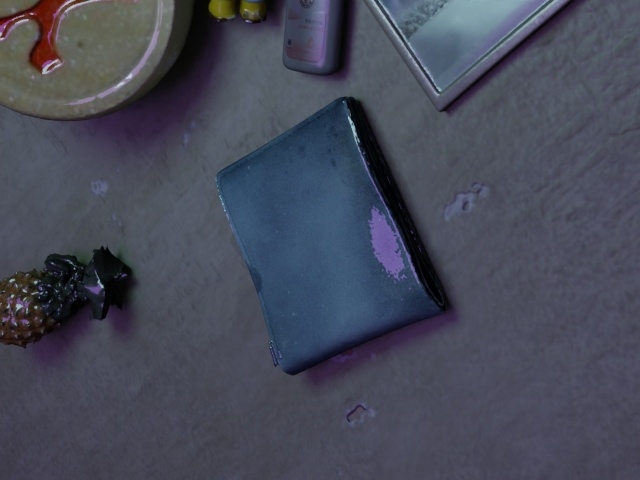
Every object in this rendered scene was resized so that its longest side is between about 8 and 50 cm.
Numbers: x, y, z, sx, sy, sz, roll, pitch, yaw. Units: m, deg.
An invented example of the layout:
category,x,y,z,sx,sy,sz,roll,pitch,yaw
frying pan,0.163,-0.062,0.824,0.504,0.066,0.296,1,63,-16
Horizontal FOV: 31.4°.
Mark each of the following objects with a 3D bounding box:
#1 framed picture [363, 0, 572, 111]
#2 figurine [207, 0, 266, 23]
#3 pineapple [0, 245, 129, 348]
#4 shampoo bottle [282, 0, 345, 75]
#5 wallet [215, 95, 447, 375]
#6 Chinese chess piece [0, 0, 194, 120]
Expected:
category,x,y,z,sx,sy,sz,roll,pitch,yaw
framed picture,0.177,-0.311,1.256,0.289,0.016,0.213,-39,78,33
figurine,-0.092,-0.387,1.342,0.162,0.143,0.263,7,122,5
pineapple,-0.376,0.078,1.657,0.237,0.111,0.119,-23,117,29
shampoo bottle,-0.006,-0.284,1.367,0.080,0.040,0.165,17,110,35
wallet,-0.001,0.000,1.419,0.251,0.054,0.290,-28,83,33
Chinese chess piece,-0.326,-0.319,1.433,0.338,0.140,0.338,0,114,1
